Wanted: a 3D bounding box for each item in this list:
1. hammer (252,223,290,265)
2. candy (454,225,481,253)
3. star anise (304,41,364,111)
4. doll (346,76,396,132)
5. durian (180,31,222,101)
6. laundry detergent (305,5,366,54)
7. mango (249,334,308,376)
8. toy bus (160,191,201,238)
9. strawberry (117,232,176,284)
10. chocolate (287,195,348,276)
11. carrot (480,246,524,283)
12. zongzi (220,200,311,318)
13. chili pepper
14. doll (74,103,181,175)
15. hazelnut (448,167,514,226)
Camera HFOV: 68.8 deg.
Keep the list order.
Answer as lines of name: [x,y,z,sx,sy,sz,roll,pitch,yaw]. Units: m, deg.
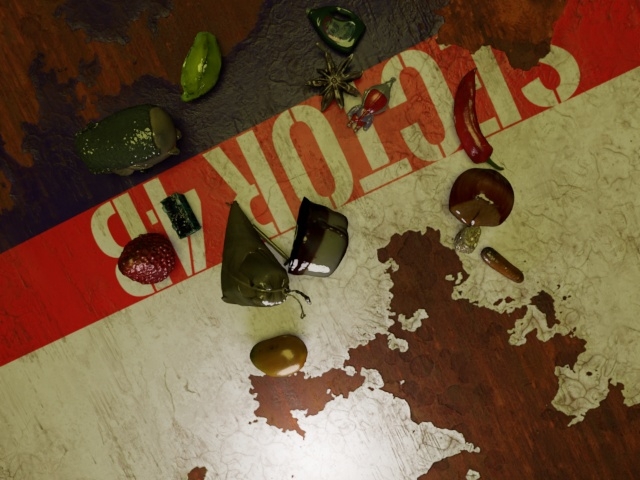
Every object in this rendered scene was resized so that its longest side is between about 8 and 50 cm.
hammer: [-0.182,0.009,1.748,0.199,0.013,0.062,43,97,-1]
candy: [0.523,-0.005,1.651,0.085,0.110,0.095,11,81,4]
star anise: [0.046,-0.571,1.635,0.209,0.089,0.231,2,99,3]
doll: [0.183,-0.480,1.640,0.102,0.075,0.227,35,107,-14]
durian: [-0.423,-0.612,1.666,0.139,0.101,0.250,19,98,38]
laundry detergent: [0.046,-0.756,1.632,0.211,0.063,0.137,35,95,3]
mango: [-0.153,0.432,1.737,0.221,0.120,0.151,-19,91,13]
toy bus: [-0.511,-0.089,1.724,0.079,0.092,0.160,-29,87,8]
strawberry: [-0.637,0.067,1.673,0.205,0.244,0.205,0,93,5]
chocolate: [0.000,0.000,1.616,0.186,0.283,0.284,10,96,-2]
carrot: [0.651,0.092,1.671,0.186,0.060,0.060,39,97,-4]
zongzi: [-0.210,0.050,1.573,0.181,0.447,0.418,-3,89,-33]
chili pepper: [0.534,-0.404,1.617,0.137,0.092,0.368,-18,97,-5]
doll: [-0.673,-0.340,1.650,0.349,0.247,0.247,-14,94,2]
hazelnut: [0.554,-0.148,1.608,0.212,0.181,0.181,23,124,8]
